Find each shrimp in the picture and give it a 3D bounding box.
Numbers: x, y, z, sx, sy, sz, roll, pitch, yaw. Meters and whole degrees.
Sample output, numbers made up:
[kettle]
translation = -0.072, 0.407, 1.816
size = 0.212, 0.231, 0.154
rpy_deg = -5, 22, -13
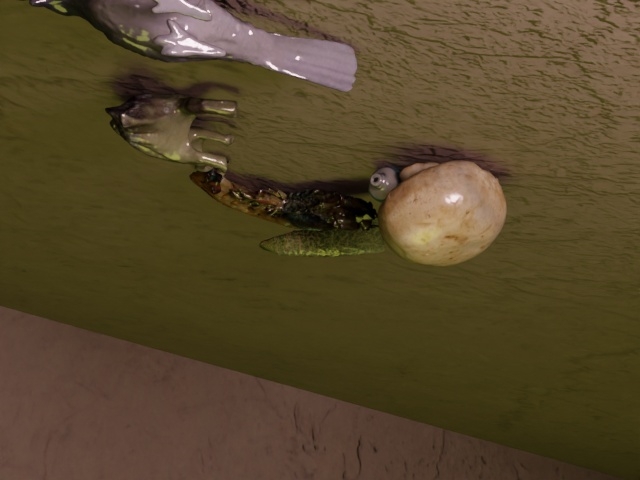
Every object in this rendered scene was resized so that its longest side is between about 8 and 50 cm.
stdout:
[shrimp]
translation = -0.057, -0.060, 2.118
size = 0.290, 0.054, 0.222
rpy_deg = 8, 168, 45

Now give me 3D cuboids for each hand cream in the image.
[hand cream]
translation = 0.134, -0.054, 2.053
size = 0.083, 0.048, 0.224
rpy_deg = -3, 165, 37

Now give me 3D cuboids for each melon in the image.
[melon]
translation = 0.003, 0.000, 2.254
size = 0.182, 0.054, 0.098
rpy_deg = -7, -178, -7

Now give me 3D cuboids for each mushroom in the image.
[mushroom]
translation = 0.154, -0.039, 1.925
size = 0.166, 0.127, 0.166
rpy_deg = -11, 159, -4

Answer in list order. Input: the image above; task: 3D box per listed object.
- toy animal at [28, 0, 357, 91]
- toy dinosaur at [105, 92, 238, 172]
[toy animal]
translation = -0.135, -0.215, 1.507
size = 0.367, 0.081, 0.206
rpy_deg = 12, -176, -3
[toy dinosaur]
translation = -0.190, -0.133, 1.896
size = 0.162, 0.077, 0.294
rpy_deg = 12, 167, -3
